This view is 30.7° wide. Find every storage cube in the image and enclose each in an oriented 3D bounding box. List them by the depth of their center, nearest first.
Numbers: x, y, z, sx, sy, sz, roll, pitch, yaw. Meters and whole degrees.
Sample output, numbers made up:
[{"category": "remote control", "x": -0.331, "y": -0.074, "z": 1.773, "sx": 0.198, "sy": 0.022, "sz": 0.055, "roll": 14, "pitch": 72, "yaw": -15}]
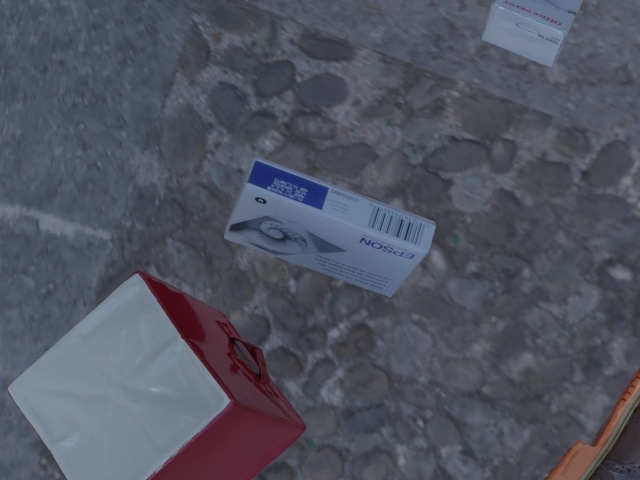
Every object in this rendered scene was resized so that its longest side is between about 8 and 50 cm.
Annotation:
[{"category": "storage cube", "x": -0.164, "y": 0.172, "z": 1.202, "sx": 0.215, "sy": 0.183, "sz": 0.193, "roll": -42, "pitch": 155, "yaw": 5}]

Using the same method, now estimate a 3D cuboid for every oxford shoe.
[{"category": "oxford shoe", "x": 0.378, "y": 0.218, "z": 1.293, "sx": 0.133, "sy": 0.130, "sz": 0.364, "roll": 40, "pitch": 85, "yaw": 18}]

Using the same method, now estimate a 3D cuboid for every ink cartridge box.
[{"category": "ink cartridge box", "x": 0.000, "y": 0.000, "z": 1.384, "sx": 0.223, "sy": 0.224, "sz": 0.045, "roll": 20, "pitch": 66, "yaw": -4}, {"category": "ink cartridge box", "x": 0.300, "y": -0.318, "z": 1.633, "sx": 0.109, "sy": 0.150, "sz": 0.063, "roll": 24, "pitch": 132, "yaw": 8}]
